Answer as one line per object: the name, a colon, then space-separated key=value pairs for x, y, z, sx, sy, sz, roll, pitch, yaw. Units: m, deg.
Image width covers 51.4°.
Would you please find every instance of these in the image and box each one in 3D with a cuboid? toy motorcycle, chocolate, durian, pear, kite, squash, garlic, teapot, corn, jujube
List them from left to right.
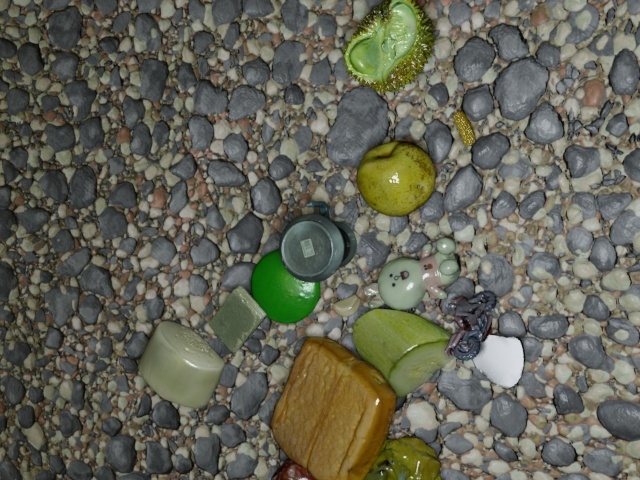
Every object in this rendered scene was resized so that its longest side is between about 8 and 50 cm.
kite: x=-0.369 y=-0.020 z=1.979 sx=0.044 sy=0.002 sz=0.078 roll=15 pitch=100 yaw=19
jujube: x=-0.022 y=0.708 z=1.811 sx=0.183 sy=0.183 sz=0.243 roll=-43 pitch=91 yaw=19
teapot: x=0.000 y=0.000 z=1.721 sx=0.171 sy=0.225 sz=0.203 roll=-10 pitch=90 yaw=19
garlic: x=0.073 y=0.181 z=1.806 sx=0.083 sy=0.041 sz=0.053 roll=-29 pitch=43 yaw=15
durian: x=0.176 y=-0.482 z=1.640 sx=0.200 sy=0.176 sz=0.237 roll=41 pitch=113 yaw=3
pear: x=0.191 y=-0.146 z=1.658 sx=0.197 sy=0.197 sz=0.197 roll=2 pitch=95 yaw=21
squash: x=0.213 y=0.268 z=1.739 sx=0.237 sy=0.204 sz=0.155 roll=-46 pitch=39 yaw=16
corn: x=0.360 y=-0.280 z=1.659 sx=0.037 sy=0.037 sz=0.092 roll=-26 pitch=84 yaw=21
toy motorcycle: x=0.358 y=0.208 z=1.637 sx=0.118 sy=0.212 sz=0.084 roll=-3 pitch=132 yaw=37
chocolate: x=0.447 y=0.283 z=1.651 sx=0.149 sy=0.080 sz=0.125 roll=40 pitch=98 yaw=22

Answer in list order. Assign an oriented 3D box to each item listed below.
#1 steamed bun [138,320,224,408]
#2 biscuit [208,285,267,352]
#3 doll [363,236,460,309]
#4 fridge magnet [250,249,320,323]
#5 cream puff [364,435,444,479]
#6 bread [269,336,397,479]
steamed bun: x=-0.418 y=0.373 z=1.948 sx=0.250 sy=0.155 sz=0.200 roll=35 pitch=105 yaw=18
biscuit: x=-0.239 y=0.226 z=1.894 sx=0.121 sy=0.041 sz=0.199 roll=48 pitch=131 yaw=12
doll: x=0.245 y=0.100 z=1.699 sx=0.275 sy=0.113 sz=0.154 roll=-31 pitch=61 yaw=25
fridge magnet: x=-0.096 y=0.126 z=1.840 sx=0.208 sy=0.088 sz=0.207 roll=2 pitch=96 yaw=21
cream puff: x=0.189 y=0.645 z=1.723 sx=0.282 sy=0.185 sz=0.281 roll=3 pitch=98 yaw=20
bread: x=0.045 y=0.452 z=1.739 sx=0.328 sy=0.148 sz=0.336 roll=26 pitch=101 yaw=39
